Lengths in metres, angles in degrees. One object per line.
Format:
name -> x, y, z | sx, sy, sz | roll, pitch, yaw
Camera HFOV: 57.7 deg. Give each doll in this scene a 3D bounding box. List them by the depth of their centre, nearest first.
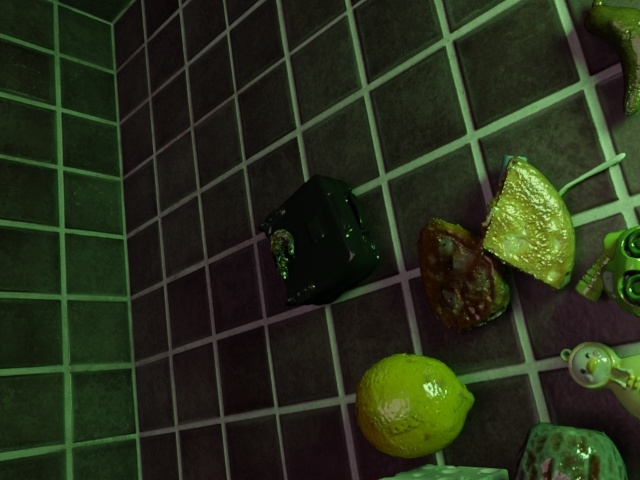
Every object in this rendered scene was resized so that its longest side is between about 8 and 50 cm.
doll -> 0.636, 0.287, 1.204 | 0.296, 0.117, 0.141 | 16, 92, 43

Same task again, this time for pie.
pie -> 0.361, 0.094, 1.490 | 0.308, 0.085, 0.308 | 18, 114, 47

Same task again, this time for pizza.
pizza -> 0.472, -0.029, 1.369 | 0.226, 0.086, 0.335 | -20, 85, 5

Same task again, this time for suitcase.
suitcase -> 0.000, 0.000, 1.800 | 0.339, 0.188, 0.345 | -41, 56, 33

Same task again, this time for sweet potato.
sweet potato -> 0.677, -0.436, 1.286 | 0.124, 0.098, 0.310 | -46, 55, 56

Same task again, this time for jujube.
jujube -> 0.504, 0.543, 1.207 | 0.215, 0.246, 0.308 | 8, 75, 2

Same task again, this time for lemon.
lemon -> 0.233, 0.416, 1.479 | 0.310, 0.258, 0.258 | -13, 74, 18

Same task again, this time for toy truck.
toy truck -> 0.651, 0.056, 1.218 | 0.210, 0.148, 0.187 | 27, 101, 64

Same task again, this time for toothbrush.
toothbrush -> 0.594, -0.126, 1.369 | 0.263, 0.022, 0.026 | -35, 73, 35

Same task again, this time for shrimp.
shrimp -> -0.114, 0.039, 1.762 | 0.091, 0.034, 0.161 | -28, 64, 32

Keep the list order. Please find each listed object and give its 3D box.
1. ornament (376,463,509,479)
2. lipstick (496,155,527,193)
ornament -> 0.300, 0.680, 1.380 | 0.240, 0.240, 0.239 | -16, 73, 41
lipstick -> 0.466, -0.072, 1.452 | 0.061, 0.068, 0.274 | 13, 100, 45
